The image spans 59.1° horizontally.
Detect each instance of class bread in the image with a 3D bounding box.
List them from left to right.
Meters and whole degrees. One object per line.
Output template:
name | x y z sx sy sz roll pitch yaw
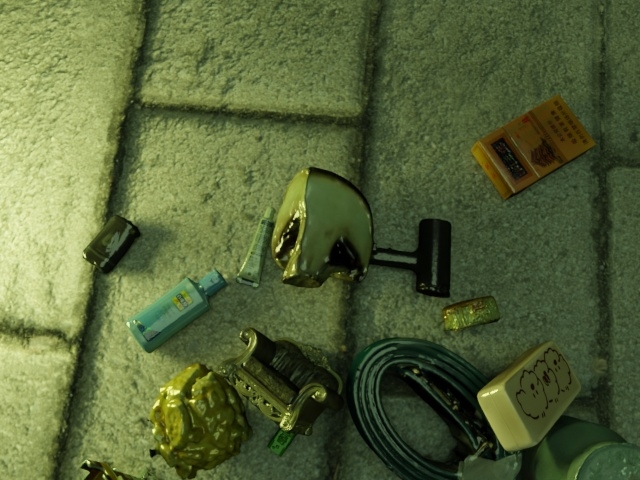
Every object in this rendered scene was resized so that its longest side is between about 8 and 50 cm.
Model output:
bread | 0.374 0.182 1.401 0.140 0.128 0.069 -12 82 -3

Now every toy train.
toy train | -0.052 0.425 1.381 0.044 0.042 0.209 34 79 6

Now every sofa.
sofa | -0.075 0.308 1.302 0.258 0.200 0.182 34 81 24

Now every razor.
razor | -0.539 0.007 1.459 0.090 0.054 0.148 34 78 6

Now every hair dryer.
hair dryer | 0.212 0.038 1.459 0.252 0.089 0.197 5 78 6

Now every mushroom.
mushroom | 0.007 -0.003 1.431 0.218 0.212 0.291 16 62 -29

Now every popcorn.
popcorn | -0.281 0.413 1.276 0.225 0.249 0.249 -37 81 -20

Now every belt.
belt | 0.256 0.415 1.325 0.437 0.173 0.300 40 81 7

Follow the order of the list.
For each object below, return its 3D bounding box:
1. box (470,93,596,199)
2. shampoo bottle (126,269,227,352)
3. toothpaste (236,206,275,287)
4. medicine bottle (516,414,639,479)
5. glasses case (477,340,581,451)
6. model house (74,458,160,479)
box | 0.574 -0.251 1.531 0.274 0.076 0.174 -30 78 -7
shampoo bottle | -0.354 0.167 1.424 0.258 0.061 0.103 -37 80 -9
toothpaste | -0.161 0.014 1.476 0.062 0.037 0.216 16 81 2
medicine bottle | 0.593 0.522 1.247 0.245 0.290 0.244 0 78 -1
glasses case | 0.484 0.345 1.290 0.337 0.076 0.143 -16 75 -49
model house | -0.462 0.624 1.242 0.198 0.215 0.224 29 75 38
